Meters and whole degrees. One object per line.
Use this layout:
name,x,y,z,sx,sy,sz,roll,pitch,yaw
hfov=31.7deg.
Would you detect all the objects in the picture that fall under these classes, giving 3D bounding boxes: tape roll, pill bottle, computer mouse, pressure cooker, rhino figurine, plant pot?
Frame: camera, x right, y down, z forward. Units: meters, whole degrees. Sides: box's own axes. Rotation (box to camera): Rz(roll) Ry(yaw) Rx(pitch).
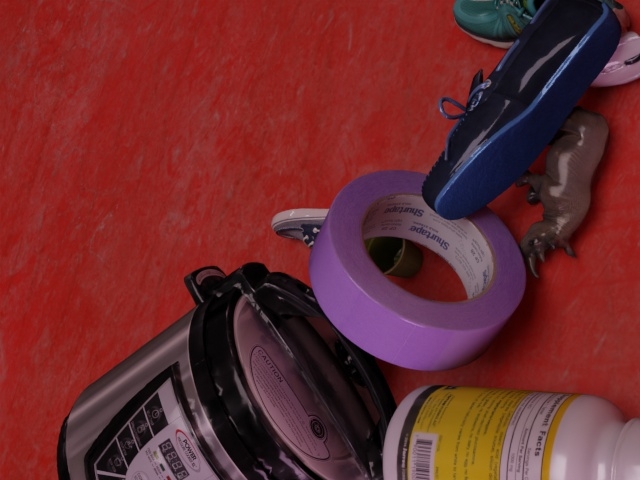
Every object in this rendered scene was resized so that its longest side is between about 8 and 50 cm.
tape roll,0.127,0.035,1.484,0.275,0.275,0.090,64,146,33
pill bottle,0.258,0.275,1.358,0.334,0.188,0.188,-1,74,37
computer mouse,0.404,-0.237,1.493,0.193,0.106,0.042,-10,35,42
pressure cooker,-0.100,0.253,1.529,0.420,0.370,0.375,-35,36,22
rhino figurine,0.317,-0.068,1.507,0.106,0.073,0.243,12,83,43
plant pot,0.107,0.021,1.634,0.083,0.079,0.083,-13,67,33

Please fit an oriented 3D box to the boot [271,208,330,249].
boot,0.000,0.000,1.730,0.190,0.069,0.086,-4,69,35

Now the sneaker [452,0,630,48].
sneaker,0.300,-0.332,1.588,0.275,0.110,0.107,14,83,41

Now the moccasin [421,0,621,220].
moccasin,0.250,-0.178,1.486,0.342,0.138,0.117,-47,56,2
